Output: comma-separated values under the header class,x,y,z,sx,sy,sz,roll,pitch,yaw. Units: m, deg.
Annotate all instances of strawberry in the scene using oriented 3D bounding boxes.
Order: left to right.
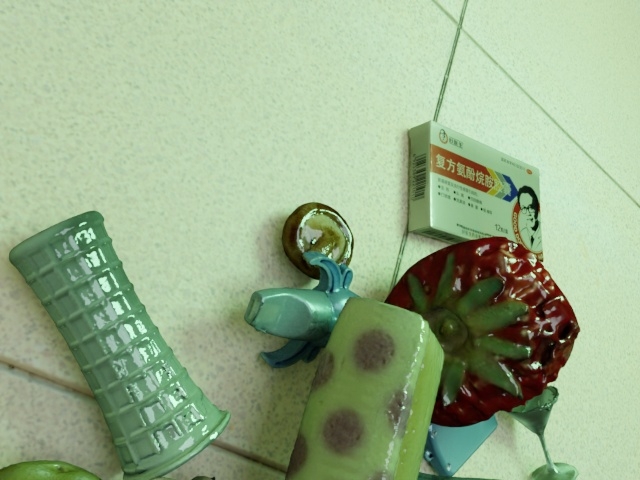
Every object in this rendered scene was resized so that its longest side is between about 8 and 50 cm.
class,x,y,z,sx,sy,sz,roll,pitch,yaw
strawberry,0.271,0.135,1.078,0.345,0.295,0.317,-12,125,-63

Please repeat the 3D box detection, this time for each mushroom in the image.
class,x,y,z,sx,sy,sz,roll,pitch,yaw
mushroom,0.000,0.000,0.995,0.127,0.087,0.127,6,81,-36

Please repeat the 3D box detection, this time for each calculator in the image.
class,x,y,z,sx,sy,sz,roll,pitch,yaw
calculator,0.247,0.328,1.146,0.210,0.039,0.121,-30,98,-39

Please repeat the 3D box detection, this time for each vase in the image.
class,x,y,z,sx,sy,sz,roll,pitch,yaw
vase,-0.238,0.118,0.750,0.143,0.143,0.299,-33,98,-39

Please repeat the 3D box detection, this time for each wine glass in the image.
class,x,y,z,sx,sy,sz,roll,pitch,yaw
wine glass,0.423,0.380,1.232,0.122,0.122,0.183,-24,100,-39

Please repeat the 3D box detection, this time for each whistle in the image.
class,x,y,z,sx,sy,sz,roll,pitch,yaw
whistle,-0.003,0.110,0.947,0.269,0.093,0.180,16,103,-44

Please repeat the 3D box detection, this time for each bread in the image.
class,x,y,z,sx,sy,sz,roll,pitch,yaw
bread,0.052,0.257,0.826,0.187,0.155,0.338,53,51,-54

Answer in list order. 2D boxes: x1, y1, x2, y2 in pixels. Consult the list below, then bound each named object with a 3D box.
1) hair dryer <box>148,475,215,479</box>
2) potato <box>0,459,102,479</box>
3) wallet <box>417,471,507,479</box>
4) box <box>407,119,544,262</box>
class,x,y,z,sx,sy,sz,roll,pitch,yaw
hair dryer,-0.158,0.304,0.720,0.181,0.064,0.117,-29,131,-78
potato,-0.299,0.351,0.633,0.174,0.159,0.251,19,76,-7
wallet,0.123,0.421,0.867,0.054,0.290,0.251,48,53,-12
box,0.321,-0.086,1.289,0.353,0.069,0.214,15,70,-37
